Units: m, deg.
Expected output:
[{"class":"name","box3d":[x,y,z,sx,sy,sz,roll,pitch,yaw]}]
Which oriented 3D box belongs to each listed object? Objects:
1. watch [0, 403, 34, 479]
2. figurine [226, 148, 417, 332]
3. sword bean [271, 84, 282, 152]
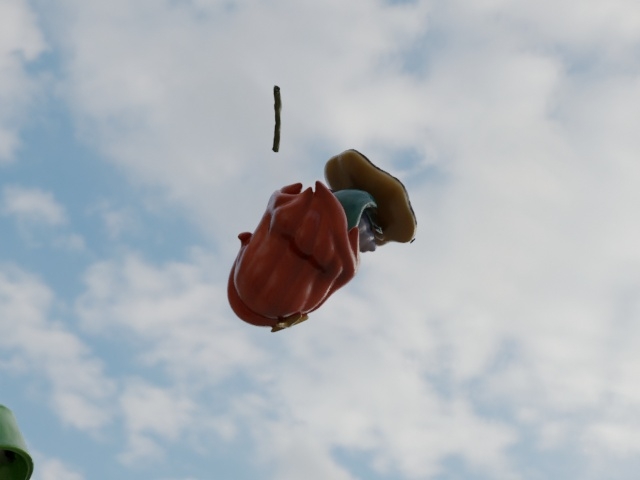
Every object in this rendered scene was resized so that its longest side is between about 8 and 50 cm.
[{"class":"watch","box3d":[-0.406,0.258,1.178,0.165,0.131,0.152,6,-52,-40]},{"class":"figurine","box3d":[-0.007,-0.004,1.447,0.208,0.257,0.181,-6,-62,49]},{"class":"sword bean","box3d":[-0.050,-0.140,1.231,0.012,0.012,0.083,13,-57,17]}]
